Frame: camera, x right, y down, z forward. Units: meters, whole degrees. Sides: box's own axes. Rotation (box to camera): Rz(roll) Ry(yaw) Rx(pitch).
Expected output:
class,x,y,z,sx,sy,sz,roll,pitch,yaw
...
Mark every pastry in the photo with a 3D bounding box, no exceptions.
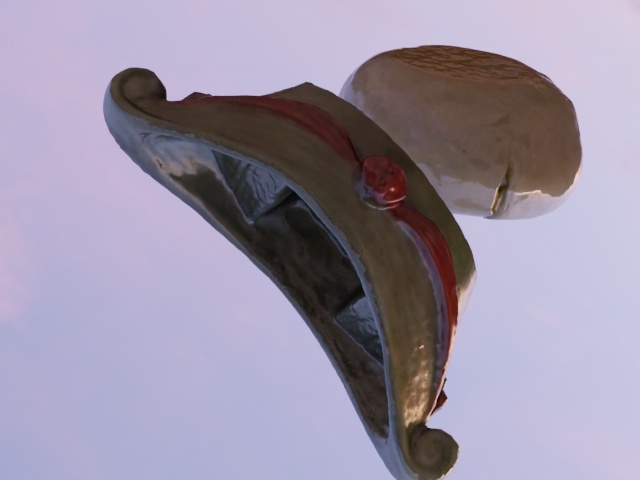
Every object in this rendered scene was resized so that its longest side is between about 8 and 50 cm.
class,x,y,z,sx,sy,sz,roll,pitch,yaw
pastry,0.086,-0.065,0.948,0.156,0.092,0.156,4,-157,-2

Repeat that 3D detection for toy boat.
class,x,y,z,sx,sy,sz,roll,pitch,yaw
toy boat,0.001,0.000,0.555,0.071,0.089,0.185,-39,-93,-24
